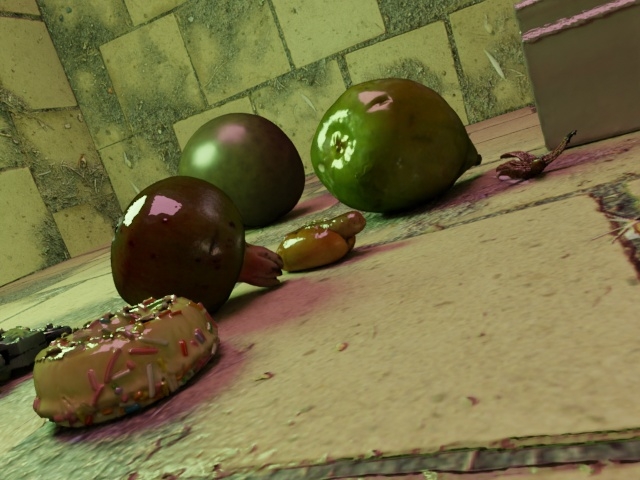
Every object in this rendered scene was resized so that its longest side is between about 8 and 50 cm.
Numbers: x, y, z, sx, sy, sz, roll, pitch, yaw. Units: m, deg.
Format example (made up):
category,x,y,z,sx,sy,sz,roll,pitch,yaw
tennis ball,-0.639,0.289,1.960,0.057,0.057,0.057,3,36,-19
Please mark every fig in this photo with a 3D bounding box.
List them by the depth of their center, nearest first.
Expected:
category,x,y,z,sx,sy,sz,roll,pitch,yaw
fig,0.144,-0.175,0.980,0.314,0.233,0.233,-30,14,-27

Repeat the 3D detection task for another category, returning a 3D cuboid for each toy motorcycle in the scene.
category,x,y,z,sx,sy,sz,roll,pitch,yaw
toy motorcycle,-0.423,0.147,0.747,0.124,0.061,0.193,-11,5,10

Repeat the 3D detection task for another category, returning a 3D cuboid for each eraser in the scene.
category,x,y,z,sx,sy,sz,roll,pitch,yaw
eraser,0.537,-0.326,0.952,0.359,0.272,0.122,-10,11,34

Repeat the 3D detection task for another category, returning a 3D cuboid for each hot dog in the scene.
category,x,y,z,sx,sy,sz,roll,pitch,yaw
hot dog,-0.001,0.001,0.770,0.140,0.060,0.090,-5,21,42

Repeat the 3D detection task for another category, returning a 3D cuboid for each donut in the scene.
category,x,y,z,sx,sy,sz,roll,pitch,yaw
donut,-0.178,0.101,0.523,0.174,0.068,0.174,-19,9,3

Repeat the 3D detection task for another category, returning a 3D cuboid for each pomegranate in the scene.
category,x,y,z,sx,sy,sz,roll,pitch,yaw
pomegranate,-0.147,0.019,0.706,0.209,0.180,0.180,18,-1,-17

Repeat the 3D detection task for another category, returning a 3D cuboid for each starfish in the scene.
category,x,y,z,sx,sy,sz,roll,pitch,yaw
starfish,0.329,-0.121,0.865,0.130,0.041,0.133,-25,14,18

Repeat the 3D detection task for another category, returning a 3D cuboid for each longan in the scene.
category,x,y,z,sx,sy,sz,roll,pitch,yaw
longan,-0.194,-0.170,1.446,0.319,0.319,0.319,-18,10,3
